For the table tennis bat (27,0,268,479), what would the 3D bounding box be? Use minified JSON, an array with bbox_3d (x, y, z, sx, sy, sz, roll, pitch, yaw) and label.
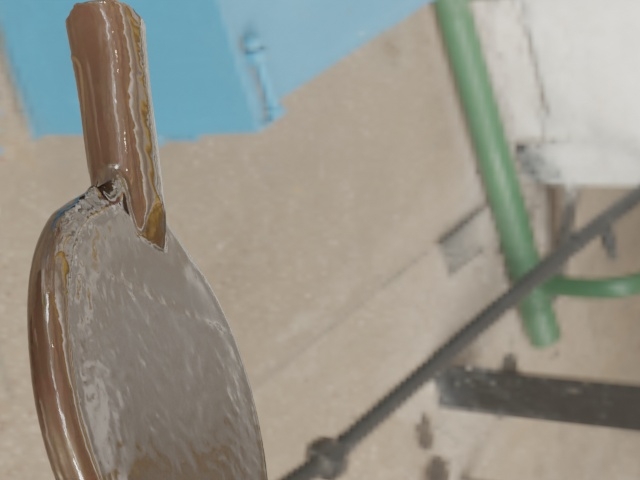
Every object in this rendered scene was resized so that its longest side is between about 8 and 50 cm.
[{"bbox_3d":[0.000,0.000,0.400,0.107,0.119,0.170,36,39,-62],"label":"table tennis bat"}]
